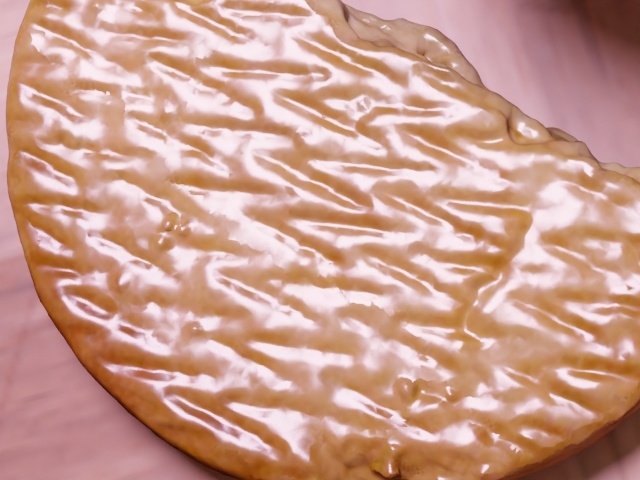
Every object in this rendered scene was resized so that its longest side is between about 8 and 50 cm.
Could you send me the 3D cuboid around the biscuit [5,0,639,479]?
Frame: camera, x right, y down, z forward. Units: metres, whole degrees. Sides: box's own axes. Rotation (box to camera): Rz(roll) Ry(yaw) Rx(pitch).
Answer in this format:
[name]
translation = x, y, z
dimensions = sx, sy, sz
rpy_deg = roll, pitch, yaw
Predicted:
[biscuit]
translation = 0.000, 0.000, 0.439
dimensions = 0.224, 0.033, 0.144
rpy_deg = 24, 86, 14
